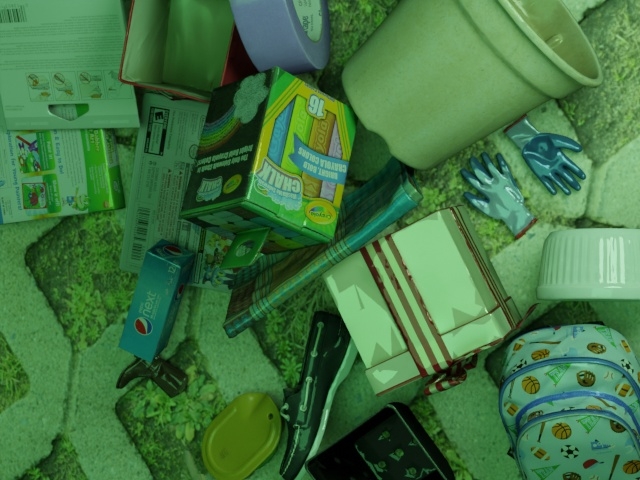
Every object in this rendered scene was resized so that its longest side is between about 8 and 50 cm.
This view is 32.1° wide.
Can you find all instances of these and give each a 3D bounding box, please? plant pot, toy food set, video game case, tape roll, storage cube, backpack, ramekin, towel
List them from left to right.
[{"bbox_3d":[-0.203,-0.338,1.876,0.184,0.193,0.215,15,98,14],"label":"storage cube"},{"bbox_3d":[-0.197,-0.079,1.982,0.300,0.036,0.329,11,97,14],"label":"video game case"},{"bbox_3d":[-0.140,0.369,2.000,0.218,0.071,0.128,-44,60,13],"label":"toy food set"},{"bbox_3d":[-0.066,-0.402,1.789,0.090,0.275,0.274,-9,93,16],"label":"tape roll"},{"bbox_3d":[0.000,0.000,1.796,0.370,0.271,0.040,-36,103,9],"label":"towel"},{"bbox_3d":[0.116,0.381,1.873,0.188,0.167,0.187,-38,85,15],"label":"plant pot"},{"bbox_3d":[0.213,-0.282,1.728,0.305,0.334,0.334,-38,85,27],"label":"plant pot"},{"bbox_3d":[0.395,0.265,1.738,0.277,0.213,0.263,-16,112,16],"label":"backpack"},{"bbox_3d":[0.441,0.040,1.737,0.207,0.207,0.109,0,86,15],"label":"ramekin"}]

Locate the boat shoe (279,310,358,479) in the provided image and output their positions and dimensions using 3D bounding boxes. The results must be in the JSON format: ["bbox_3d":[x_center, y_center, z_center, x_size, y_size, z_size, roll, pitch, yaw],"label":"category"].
[{"bbox_3d":[-0.022,0.269,1.916,0.091,0.114,0.302,21,85,-7],"label":"boat shoe"}]

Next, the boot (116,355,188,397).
[{"bbox_3d":[-0.308,0.262,2.048,0.114,0.037,0.106,36,106,4],"label":"boot"}]

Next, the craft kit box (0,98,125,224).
[{"bbox_3d":[-0.496,-0.165,2.046,0.247,0.061,0.249,-6,94,18],"label":"craft kit box"}]

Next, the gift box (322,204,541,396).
[{"bbox_3d":[0.186,0.098,1.782,0.276,0.255,0.258,-26,86,22],"label":"gift box"}]

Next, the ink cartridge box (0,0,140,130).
[{"bbox_3d":[-0.447,-0.319,1.967,0.275,0.060,0.239,1,114,16],"label":"ink cartridge box"}]

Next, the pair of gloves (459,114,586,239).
[{"bbox_3d":[0.336,-0.110,1.840,0.198,0.023,0.159,-42,86,16],"label":"pair of gloves"}]

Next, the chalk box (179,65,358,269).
[{"bbox_3d":[-0.083,-0.087,1.709,0.180,0.179,0.289,-9,64,50],"label":"chalk box"}]

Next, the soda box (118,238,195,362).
[{"bbox_3d":[-0.292,0.108,1.981,0.071,0.067,0.210,24,116,8],"label":"soda box"}]
